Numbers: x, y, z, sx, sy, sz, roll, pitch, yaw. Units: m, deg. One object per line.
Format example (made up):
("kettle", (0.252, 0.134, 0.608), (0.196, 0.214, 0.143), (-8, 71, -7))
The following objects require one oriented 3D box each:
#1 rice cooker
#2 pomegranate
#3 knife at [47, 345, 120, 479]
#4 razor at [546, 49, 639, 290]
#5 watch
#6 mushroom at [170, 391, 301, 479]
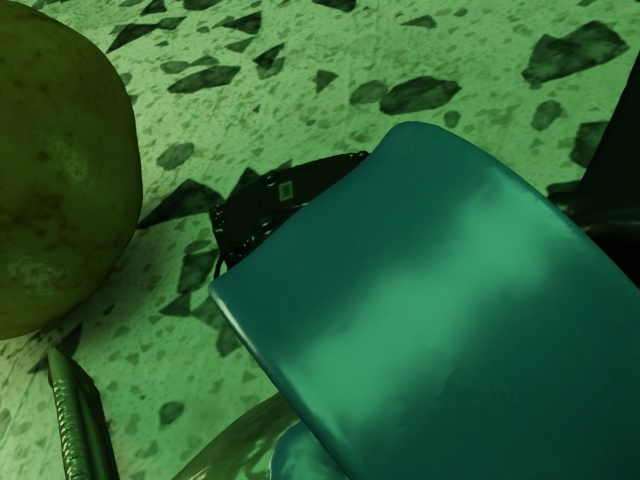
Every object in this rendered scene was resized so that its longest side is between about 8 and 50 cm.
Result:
("rice cooker", (-0.001, 0.001, 0.757), (0.202, 0.118, 0.142), (-18, 34, 8))
("pomegranate", (-0.318, -0.069, 0.867), (0.342, 0.343, 0.343), (-15, 40, 13))
("knife", (-0.164, 0.187, 0.651), (0.043, 0.089, 0.365), (-29, 32, -9))
("razor", (0.320, -0.087, 0.687), (0.204, 0.113, 0.349), (11, 53, 38))
("watch", (0.086, 0.106, 0.423), (0.241, 0.274, 0.305), (-41, 51, -8))
("mushroom", (0.019, 0.113, 0.643), (0.351, 0.097, 0.109), (-40, 39, -14))
